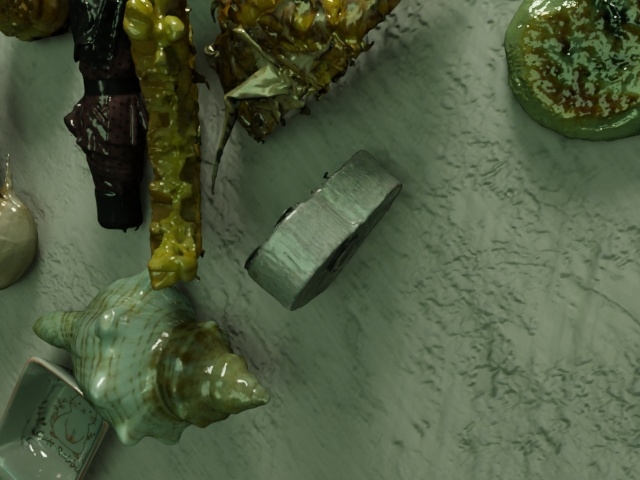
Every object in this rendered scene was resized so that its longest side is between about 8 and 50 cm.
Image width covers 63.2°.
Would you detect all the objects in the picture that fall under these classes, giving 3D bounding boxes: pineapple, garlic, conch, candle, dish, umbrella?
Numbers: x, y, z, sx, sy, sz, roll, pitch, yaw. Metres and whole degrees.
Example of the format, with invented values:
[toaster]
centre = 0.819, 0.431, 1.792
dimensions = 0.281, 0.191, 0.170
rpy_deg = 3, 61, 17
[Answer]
[pineapple]
centre = -0.030, -0.219, 0.503
dimensions = 0.334, 0.158, 0.161
rpy_deg = -34, 116, 30
[garlic]
centre = -0.463, -0.008, 0.735
dimensions = 0.198, 0.090, 0.128
rpy_deg = -49, 69, 22
[conch]
centre = -0.229, 0.129, 0.635
dimensions = 0.386, 0.169, 0.203
rpy_deg = 16, 76, 14
[candle]
centre = 0.000, 0.000, 0.555
dimensions = 0.068, 0.192, 0.168
rpy_deg = 41, 151, 9
[dish]
centre = -0.381, 0.286, 0.751
dimensions = 0.154, 0.064, 0.234
rpy_deg = 33, 104, 12
[umbrella]
centre = -0.249, -0.167, 0.630
dimensions = 0.090, 0.094, 0.326
rpy_deg = 18, 116, 29

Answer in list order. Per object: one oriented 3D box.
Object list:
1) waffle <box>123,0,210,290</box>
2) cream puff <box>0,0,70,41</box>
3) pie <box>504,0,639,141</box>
[waffle]
centre = -0.151, -0.112, 0.546
dimensions = 0.069, 0.260, 0.293
rpy_deg = -2, 113, -13
[cream puff]
centre = -0.374, -0.318, 0.659
dimensions = 0.133, 0.104, 0.119
rpy_deg = -27, 94, 20
[pie]
centre = 0.270, -0.188, 0.492
dimensions = 0.186, 0.041, 0.187
rpy_deg = 2, 96, 19
